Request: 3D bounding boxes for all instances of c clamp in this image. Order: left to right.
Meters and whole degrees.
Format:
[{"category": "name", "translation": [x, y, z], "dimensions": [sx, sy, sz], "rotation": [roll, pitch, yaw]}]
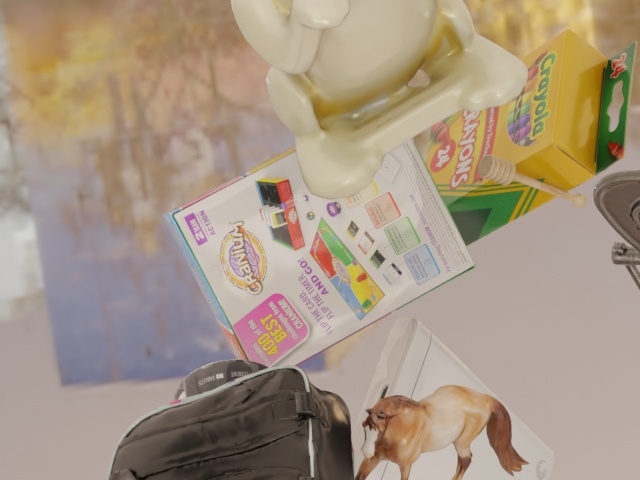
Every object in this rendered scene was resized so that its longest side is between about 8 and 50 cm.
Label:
[{"category": "c clamp", "translation": [0.214, -0.002, 0.903], "dimensions": [0.161, 0.137, 0.022], "rotation": [-2, -125, 43]}]

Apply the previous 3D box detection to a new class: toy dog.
[{"category": "toy dog", "translation": [0.015, -0.328, 1.930], "dimensions": [0.285, 0.408, 0.395], "rotation": [-25, -142, 3]}]

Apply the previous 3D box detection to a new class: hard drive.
[{"category": "hard drive", "translation": [0.172, 0.292, 2.236], "dimensions": [0.047, 0.353, 0.233], "rotation": [-4, -126, 41]}]

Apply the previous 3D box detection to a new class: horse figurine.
[{"category": "horse figurine", "translation": [0.120, 0.219, 1.853], "dimensions": [0.263, 0.174, 0.066], "rotation": [-10, -149, -39]}]

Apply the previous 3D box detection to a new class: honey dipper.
[{"category": "honey dipper", "translation": [0.263, -0.069, 2.113], "dimensions": [0.161, 0.030, 0.030], "rotation": [18, 174, -31]}]

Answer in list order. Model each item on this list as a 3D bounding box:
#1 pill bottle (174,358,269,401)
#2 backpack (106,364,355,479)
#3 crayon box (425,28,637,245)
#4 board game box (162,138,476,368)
[{"category": "pill bottle", "translation": [-0.090, 0.266, 1.956], "dimensions": [0.130, 0.130, 0.245], "rotation": [-9, -131, -5]}, {"category": "backpack", "translation": [-0.086, 0.262, 1.743], "dimensions": [0.253, 0.225, 0.191], "rotation": [-16, 148, 18]}, {"category": "crayon box", "translation": [0.262, -0.136, 2.225], "dimensions": [0.081, 0.202, 0.318], "rotation": [33, 139, -25]}, {"category": "board game box", "translation": [0.000, 0.000, 2.131], "dimensions": [0.316, 0.242, 0.064], "rotation": [-28, -174, -13]}]
